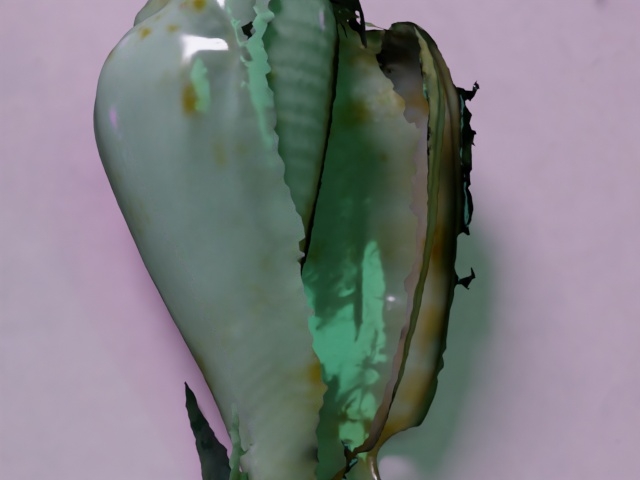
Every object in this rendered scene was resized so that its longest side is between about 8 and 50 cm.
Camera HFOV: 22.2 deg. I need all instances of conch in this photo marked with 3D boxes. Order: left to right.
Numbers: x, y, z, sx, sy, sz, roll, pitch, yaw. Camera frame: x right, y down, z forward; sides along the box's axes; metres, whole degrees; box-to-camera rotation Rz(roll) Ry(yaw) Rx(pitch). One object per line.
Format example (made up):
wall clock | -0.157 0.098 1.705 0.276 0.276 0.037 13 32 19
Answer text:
conch | 0.000 0.000 0.434 0.105 0.079 0.170 -12 92 -14
